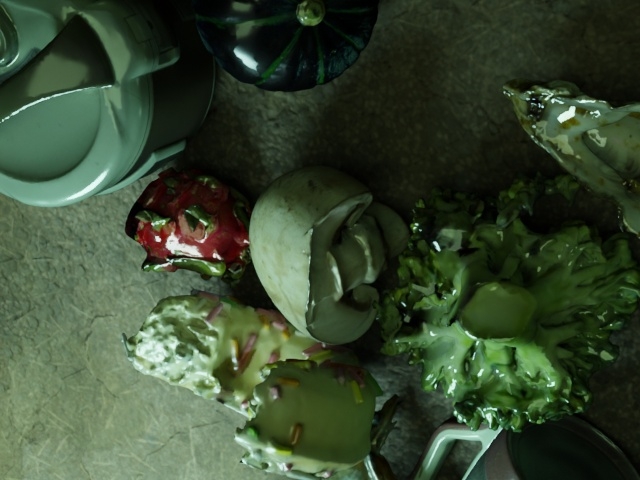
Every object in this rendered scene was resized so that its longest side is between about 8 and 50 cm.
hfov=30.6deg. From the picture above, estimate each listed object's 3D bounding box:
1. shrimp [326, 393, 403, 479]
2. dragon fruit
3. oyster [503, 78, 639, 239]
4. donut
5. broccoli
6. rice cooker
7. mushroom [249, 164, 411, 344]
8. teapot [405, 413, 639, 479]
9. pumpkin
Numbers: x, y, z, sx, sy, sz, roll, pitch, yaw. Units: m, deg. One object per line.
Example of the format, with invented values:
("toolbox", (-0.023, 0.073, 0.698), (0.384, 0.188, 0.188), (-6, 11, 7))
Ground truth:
("shrimp", (0.072, 0.378, 1.685), (0.168, 0.077, 0.317), (24, 80, -2))
("dragon fruit", (-0.178, -0.012, 1.681), (0.172, 0.160, 0.166), (26, 90, 11))
("oyster", (0.378, -0.103, 1.445), (0.341, 0.110, 0.166), (30, 120, 29))
("donut", (-0.069, 0.193, 1.618), (0.371, 0.307, 0.150), (30, 100, 46))
("broccoli", (0.242, 0.072, 1.524), (0.334, 0.324, 0.272), (32, 158, 9))
("rice cooker", (-0.326, -0.218, 1.568), (0.335, 0.325, 0.335), (6, 109, 18))
("mushroom", (0.000, 0.000, 1.617), (0.189, 0.195, 0.254), (35, 143, 36))
("teapot", (0.252, 0.388, 1.636), (0.315, 0.233, 0.312), (53, 126, 29))
("pumpkin", (-0.055, -0.324, 1.517), (0.248, 0.248, 0.248), (6, 109, 18))
